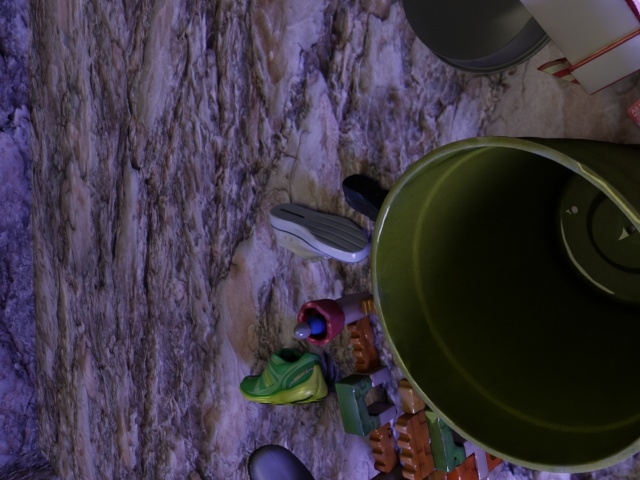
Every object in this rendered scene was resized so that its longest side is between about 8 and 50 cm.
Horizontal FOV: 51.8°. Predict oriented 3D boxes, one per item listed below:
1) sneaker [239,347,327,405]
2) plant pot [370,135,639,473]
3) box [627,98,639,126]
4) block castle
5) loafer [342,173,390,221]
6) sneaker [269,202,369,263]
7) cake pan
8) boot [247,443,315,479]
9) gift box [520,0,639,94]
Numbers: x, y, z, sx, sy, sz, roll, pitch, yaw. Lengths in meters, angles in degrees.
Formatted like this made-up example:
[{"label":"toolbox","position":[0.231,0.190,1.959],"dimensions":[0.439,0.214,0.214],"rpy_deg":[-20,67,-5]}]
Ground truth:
[{"label":"sneaker","position":[-0.080,0.310,1.494],"dimensions":[0.295,0.109,0.124],"rpy_deg":[-20,62,49]},{"label":"plant pot","position":[0.313,0.029,0.807],"dimensions":[0.366,0.353,0.366],"rpy_deg":[21,120,42]},{"label":"box","position":[0.510,-0.193,0.695],"dimensions":[0.142,0.154,0.300],"rpy_deg":[57,135,17]},{"label":"block castle","position":[0.130,0.319,1.187],"dimensions":[0.303,0.213,0.453],"rpy_deg":[-5,98,46]},{"label":"loafer","position":[0.110,-0.060,1.214],"dimensions":[0.170,0.062,0.061],"rpy_deg":[39,149,35]},{"label":"sneaker","position":[0.000,0.000,1.326],"dimensions":[0.258,0.094,0.091],"rpy_deg":[26,138,42]},{"label":"cake pan","position":[0.235,-0.398,0.982],"dimensions":[0.293,0.054,0.293],"rpy_deg":[16,113,41]},{"label":"boot","position":[0.017,0.495,1.192],"dimensions":[0.338,0.118,0.223],"rpy_deg":[51,143,7]},{"label":"gift box","position":[0.314,-0.332,0.697],"dimensions":[0.276,0.258,0.255],"rpy_deg":[-24,40,43]}]
